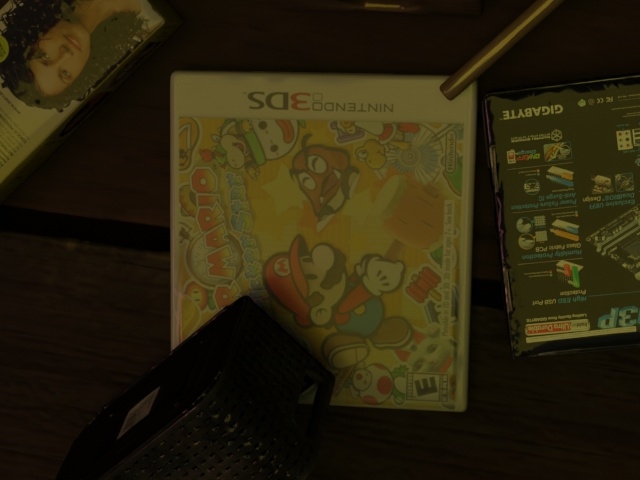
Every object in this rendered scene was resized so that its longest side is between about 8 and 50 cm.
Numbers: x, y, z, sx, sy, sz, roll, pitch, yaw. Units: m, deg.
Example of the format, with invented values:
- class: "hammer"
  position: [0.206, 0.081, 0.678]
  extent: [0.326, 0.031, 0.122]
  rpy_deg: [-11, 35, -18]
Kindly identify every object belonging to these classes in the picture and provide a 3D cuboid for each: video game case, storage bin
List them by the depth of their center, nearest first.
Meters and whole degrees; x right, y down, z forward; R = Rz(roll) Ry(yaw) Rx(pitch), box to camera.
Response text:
- class: "storage bin"
  position: [-0.087, 0.135, 0.851]
  extent: [0.180, 0.122, 0.084]
  rpy_deg: [-38, 107, 25]
- class: "video game case"
  position: [0.000, 0.000, 0.890]
  extent: [0.206, 0.026, 0.227]
  rpy_deg: [2, 99, 8]

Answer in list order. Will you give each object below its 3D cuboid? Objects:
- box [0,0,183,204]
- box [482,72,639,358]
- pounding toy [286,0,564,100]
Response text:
- class: "box"
  position: [-0.206, -0.099, 0.889]
  extent: [0.232, 0.058, 0.087]
  rpy_deg: [-44, 91, 13]
- class: "box"
  position: [0.221, -0.022, 0.841]
  extent: [0.220, 0.051, 0.175]
  rpy_deg: [-7, 98, 9]
- class: "pounding toy"
  position: [0.078, -0.181, 0.803]
  extent: [0.206, 0.094, 0.181]
  rpy_deg: [4, 90, 8]
